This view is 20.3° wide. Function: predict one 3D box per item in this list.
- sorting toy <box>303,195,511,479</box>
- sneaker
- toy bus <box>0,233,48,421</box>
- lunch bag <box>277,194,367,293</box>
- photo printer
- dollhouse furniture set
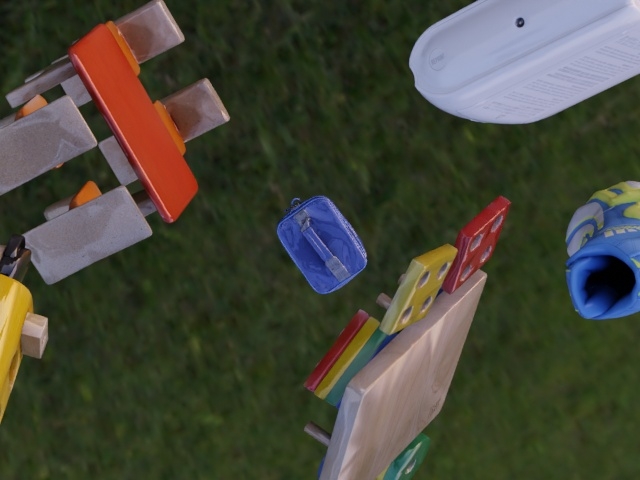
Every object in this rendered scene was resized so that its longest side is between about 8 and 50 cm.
[{"bbox_3d":[0.035,0.080,1.069,0.132,0.046,0.274,-41,156,-39],"label":"sorting toy"},{"bbox_3d":[0.227,0.008,1.403,0.126,0.240,0.091,-16,94,-20],"label":"sneaker"},{"bbox_3d":[-0.226,0.053,1.130,0.104,0.191,0.202,15,110,-1],"label":"toy bus"},{"bbox_3d":[0.000,0.000,1.769,0.067,0.065,0.098,-36,95,1],"label":"lunch bag"},{"bbox_3d":[0.271,-0.231,2.079,0.307,0.107,0.256,-26,163,32],"label":"photo printer"},{"bbox_3d":[-0.166,-0.134,1.336,0.135,0.262,0.259,-25,106,19],"label":"dollhouse furniture set"}]
